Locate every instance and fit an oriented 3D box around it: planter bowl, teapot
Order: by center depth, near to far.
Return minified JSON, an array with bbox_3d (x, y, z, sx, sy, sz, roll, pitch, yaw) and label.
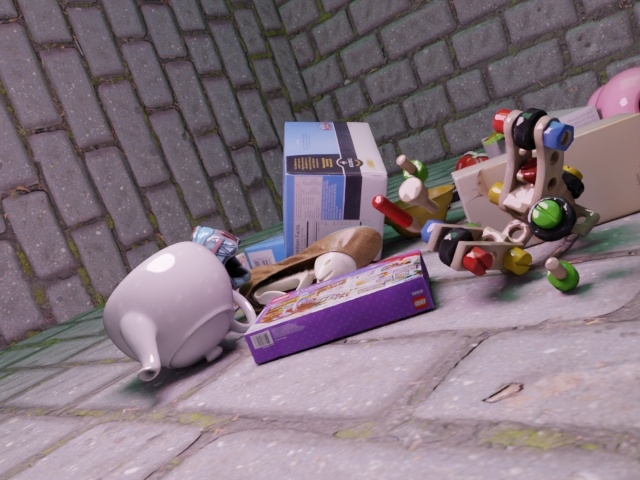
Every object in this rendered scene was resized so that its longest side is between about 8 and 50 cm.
[{"bbox_3d":[-0.242,0.139,1.077,0.256,0.187,0.252,-41,-13,-22],"label":"teapot"},{"bbox_3d":[0.250,-0.063,1.518,0.217,0.090,0.217,-20,6,2],"label":"planter bowl"}]

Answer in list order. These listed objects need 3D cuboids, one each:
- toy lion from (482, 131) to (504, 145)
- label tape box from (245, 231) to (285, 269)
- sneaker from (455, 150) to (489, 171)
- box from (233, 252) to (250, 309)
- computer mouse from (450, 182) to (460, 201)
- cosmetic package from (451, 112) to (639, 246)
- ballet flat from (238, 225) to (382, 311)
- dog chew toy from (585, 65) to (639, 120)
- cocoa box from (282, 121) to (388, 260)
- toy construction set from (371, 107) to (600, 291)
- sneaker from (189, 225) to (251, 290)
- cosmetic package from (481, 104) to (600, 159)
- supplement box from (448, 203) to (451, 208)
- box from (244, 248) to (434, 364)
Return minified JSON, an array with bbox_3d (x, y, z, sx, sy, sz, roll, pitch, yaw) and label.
[{"bbox_3d":[0.482,-0.288,1.617,0.096,0.034,0.100,-34,6,11],"label":"toy lion"},{"bbox_3d":[0.000,0.000,1.688,0.347,0.115,0.249,-24,8,-41],"label":"label tape box"},{"bbox_3d":[0.524,-0.247,2.104,0.118,0.107,0.279,-31,6,-8],"label":"sneaker"},{"bbox_3d":[-0.250,0.115,1.508,0.103,0.114,0.203,-18,6,14],"label":"box"},{"bbox_3d":[0.392,-0.144,1.846,0.184,0.060,0.262,-26,8,-42],"label":"computer mouse"},{"bbox_3d":[0.403,-0.094,1.042,0.309,0.160,0.113,-20,7,11],"label":"cosmetic package"},{"bbox_3d":[-0.028,0.076,1.261,0.342,0.116,0.124,-19,27,17],"label":"ballet flat"},{"bbox_3d":[0.796,-0.335,1.568,0.206,0.207,0.332,-20,4,4],"label":"dog chew toy"},{"bbox_3d":[0.021,-0.130,1.464,0.227,0.232,0.347,0,30,-4],"label":"cocoa box"},{"bbox_3d":[0.270,-0.037,0.917,0.308,0.258,0.237,1,-20,41],"label":"toy construction set"},{"bbox_3d":[-0.210,0.093,1.259,0.125,0.262,0.104,6,39,2],"label":"sneaker"},{"bbox_3d":[0.611,-0.256,1.663,0.217,0.156,0.385,-24,6,3],"label":"cosmetic package"},{"bbox_3d":[0.332,-0.106,1.758,0.083,0.055,0.043,-15,9,43],"label":"supplement box"},{"bbox_3d":[0.038,0.104,0.993,0.293,0.057,0.201,-19,8,12],"label":"box"}]
